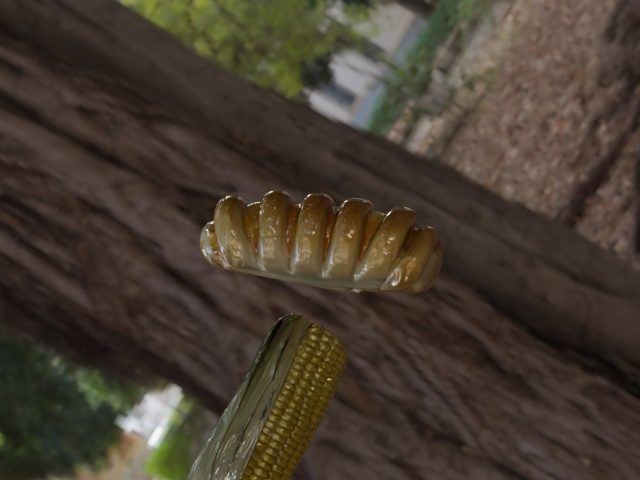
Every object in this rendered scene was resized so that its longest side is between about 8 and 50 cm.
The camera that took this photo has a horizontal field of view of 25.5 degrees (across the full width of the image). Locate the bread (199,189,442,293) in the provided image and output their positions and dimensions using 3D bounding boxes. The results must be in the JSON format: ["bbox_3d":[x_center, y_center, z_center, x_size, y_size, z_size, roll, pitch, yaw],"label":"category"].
[{"bbox_3d":[0.000,0.000,1.812,0.173,0.311,0.121,26,-108,-82],"label":"bread"}]

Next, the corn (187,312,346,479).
[{"bbox_3d":[-0.068,0.234,1.819,0.305,0.123,0.122,-60,9,-27],"label":"corn"}]
